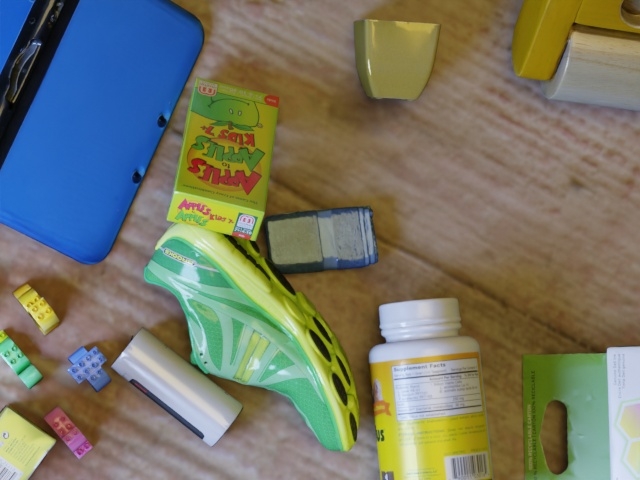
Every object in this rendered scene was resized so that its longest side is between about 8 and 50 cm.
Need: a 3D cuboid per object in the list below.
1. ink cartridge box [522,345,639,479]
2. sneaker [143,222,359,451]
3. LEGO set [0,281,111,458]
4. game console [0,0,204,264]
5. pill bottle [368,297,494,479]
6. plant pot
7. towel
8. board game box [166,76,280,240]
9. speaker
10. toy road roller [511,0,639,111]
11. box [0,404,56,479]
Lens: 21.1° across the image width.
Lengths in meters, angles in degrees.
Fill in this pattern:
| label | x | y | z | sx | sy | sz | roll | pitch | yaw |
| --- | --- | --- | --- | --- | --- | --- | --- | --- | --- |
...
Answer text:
| label | x | y | z | sx | sy | sz | roll | pitch | yaw |
| --- | --- | --- | --- | --- | --- | --- | --- | --- | --- |
| ink cartridge box | 0.311 | 0.202 | 1.746 | 0.255 | 0.097 | 0.188 | -4 | 84 | 28 |
| sneaker | -0.067 | 0.103 | 1.773 | 0.123 | 0.109 | 0.295 | -38 | 95 | 17 |
| LEGO set | -0.284 | 0.107 | 1.728 | 0.087 | 0.093 | 0.227 | -41 | 91 | -11 |
| game console | -0.306 | -0.159 | 1.789 | 0.250 | 0.173 | 0.293 | 19 | 79 | 25 |
| pill bottle | 0.112 | 0.170 | 1.772 | 0.117 | 0.117 | 0.215 | -5 | 84 | -10 |
| plant pot | 0.079 | -0.192 | 1.829 | 0.081 | 0.081 | 0.083 | 2 | 96 | -9 |
| towel | 0.000 | 0.000 | 1.818 | 0.119 | 0.029 | 0.067 | -5 | 84 | -10 |
| board game box | -0.097 | -0.086 | 1.753 | 0.092 | 0.043 | 0.181 | 14 | 43 | -8 |
| speaker | -0.148 | 0.150 | 1.765 | 0.136 | 0.055 | 0.055 | 39 | 80 | -4 |
| toy road roller | 0.332 | -0.321 | 1.819 | 0.202 | 0.329 | 0.240 | 7 | 43 | -9 |
| box | -0.303 | 0.207 | 1.643 | 0.058 | 0.232 | 0.087 | 37 | 81 | -6 |
